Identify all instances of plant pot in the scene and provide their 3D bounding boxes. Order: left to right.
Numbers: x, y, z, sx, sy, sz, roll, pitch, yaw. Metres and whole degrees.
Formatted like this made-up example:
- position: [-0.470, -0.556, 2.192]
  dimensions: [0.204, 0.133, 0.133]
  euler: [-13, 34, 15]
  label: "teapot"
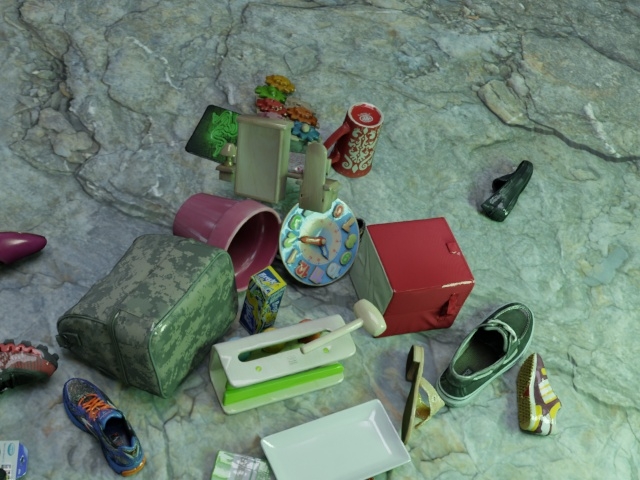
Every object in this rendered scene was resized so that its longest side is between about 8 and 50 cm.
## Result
- position: [-0.214, -0.012, 1.893]
  dimensions: [0.180, 0.201, 0.201]
  euler: [27, 48, 29]
  label: "plant pot"

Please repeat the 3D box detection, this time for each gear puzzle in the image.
- position: [-0.083, -0.354, 2.237]
  dimensions: [0.175, 0.044, 0.339]
  euler: [15, 31, -16]
  label: "gear puzzle"

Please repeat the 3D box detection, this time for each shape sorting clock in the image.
- position: [0.000, 0.000, 1.942]
  dimensions: [0.206, 0.206, 0.040]
  euler: [-15, 16, -25]
  label: "shape sorting clock"

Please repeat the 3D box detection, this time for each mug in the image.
- position: [0.084, -0.244, 2.159]
  dimensions: [0.113, 0.169, 0.150]
  euler: [36, 52, 14]
  label: "mug"

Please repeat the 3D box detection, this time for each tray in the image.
- position: [0.028, 0.410, 1.678]
  dimensions: [0.270, 0.030, 0.145]
  euler: [-13, 58, -26]
  label: "tray"

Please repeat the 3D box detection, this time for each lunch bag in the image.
- position: [-0.340, 0.129, 1.723]
  dimensions: [0.256, 0.212, 0.305]
  euler: [17, 45, 21]
  label: "lunch bag"

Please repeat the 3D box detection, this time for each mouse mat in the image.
- position: [-0.243, -0.265, 2.199]
  dimensions: [0.153, 0.007, 0.189]
  euler: [19, 49, 1]
  label: "mouse mat"

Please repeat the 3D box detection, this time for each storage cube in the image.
- position: [0.197, 0.082, 1.915]
  dimensions: [0.193, 0.183, 0.215]
  euler: [-6, 54, -18]
  label: "storage cube"

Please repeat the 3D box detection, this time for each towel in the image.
- position: [-0.132, 0.458, 1.630]
  dimensions: [0.152, 0.023, 0.113]
  euler: [15, 49, -2]
  label: "towel"

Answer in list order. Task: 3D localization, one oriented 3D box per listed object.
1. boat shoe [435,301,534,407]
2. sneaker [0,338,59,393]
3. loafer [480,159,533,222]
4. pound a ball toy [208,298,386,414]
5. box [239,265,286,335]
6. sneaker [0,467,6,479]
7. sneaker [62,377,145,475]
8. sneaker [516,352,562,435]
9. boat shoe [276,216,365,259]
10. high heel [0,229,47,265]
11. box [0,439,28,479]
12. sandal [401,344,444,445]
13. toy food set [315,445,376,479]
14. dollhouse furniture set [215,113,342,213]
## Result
- position: [0.378, 0.231, 1.884]
  dimensions: [0.121, 0.119, 0.335]
  euler: [37, 52, 15]
  label: "boat shoe"
- position: [-0.631, 0.259, 1.614]
  dimensions: [0.276, 0.097, 0.135]
  euler: [0, 52, -12]
  label: "sneaker"
- position: [0.484, -0.140, 2.240]
  dimensions: [0.078, 0.076, 0.223]
  euler: [35, 55, 4]
  label: "loafer"
- position: [-0.052, 0.207, 1.734]
  dimensions: [0.319, 0.208, 0.135]
  euler: [-13, 56, -23]
  label: "pound a ball toy"
- position: [-0.121, 0.130, 1.802]
  dimensions: [0.054, 0.169, 0.059]
  euler: [-29, 64, -33]
  label: "box"
- position: [-0.527, 0.495, 1.459]
  dimensions: [0.130, 0.087, 0.227]
  euler: [5, 54, -13]
  label: "sneaker"
- position: [-0.401, 0.333, 1.620]
  dimensions: [0.221, 0.087, 0.083]
  euler: [41, 53, 18]
  label: "sneaker"
- position: [0.475, 0.333, 1.869]
  dimensions: [0.084, 0.069, 0.185]
  euler: [19, 55, -10]
  label: "sneaker"
- position: [-0.003, -0.009, 2.012]
  dimensions: [0.228, 0.068, 0.081]
  euler: [-12, 56, -23]
  label: "boat shoe"
- position: [-0.732, 0.087, 1.750]
  dimensions: [0.377, 0.127, 0.181]
  euler: [-11, 84, -27]
  label: "high heel"
- position: [-0.596, 0.400, 1.554]
  dimensions: [0.136, 0.028, 0.081]
  euler: [4, 51, -15]
  label: "box"
- position: [0.219, 0.320, 1.794]
  dimensions: [0.079, 0.088, 0.240]
  euler: [14, 44, -4]
  label: "sandal"
- position: [0.053, 0.449, 1.688]
  dimensions: [0.122, 0.019, 0.078]
  euler: [22, 50, 0]
  label: "toy food set"
- position: [-0.049, -0.216, 1.969]
  dimensions: [0.303, 0.173, 0.355]
  euler: [14, 23, 19]
  label: "dollhouse furniture set"
